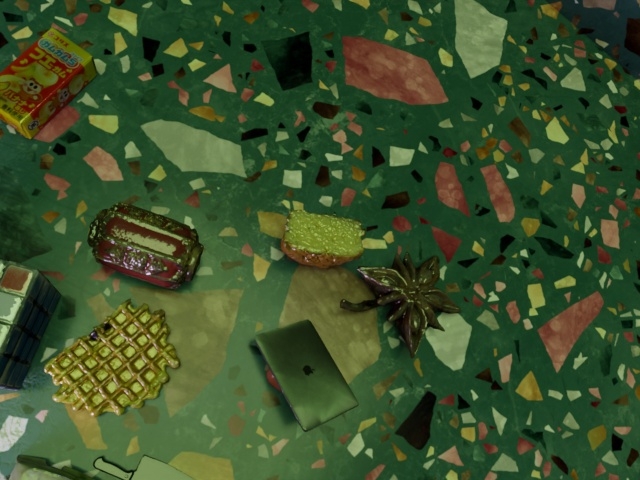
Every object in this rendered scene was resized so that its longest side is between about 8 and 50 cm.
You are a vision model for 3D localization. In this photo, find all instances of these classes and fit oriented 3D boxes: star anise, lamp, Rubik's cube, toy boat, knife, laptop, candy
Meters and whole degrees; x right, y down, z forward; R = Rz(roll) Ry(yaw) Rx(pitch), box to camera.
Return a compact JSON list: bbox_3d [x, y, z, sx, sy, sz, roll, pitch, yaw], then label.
[{"bbox_3d":[0.233,0.159,1.529,0.292,0.109,0.349,46,58,10],"label":"star anise"},{"bbox_3d":[-0.436,0.015,1.374,0.274,0.177,0.177,21,70,-10],"label":"lamp"},{"bbox_3d":[-0.762,0.170,1.195,0.253,0.256,0.259,19,70,-8],"label":"Rubik's cube"},{"bbox_3d":[-0.567,0.570,1.234,0.293,0.055,0.093,25,72,-6],"label":"toy boat"},{"bbox_3d":[-0.414,0.554,1.300,0.245,0.019,0.072,26,66,-8],"label":"knife"},{"bbox_3d":[-0.035,0.333,1.390,0.187,0.015,0.269,-12,60,-40],"label":"laptop"},{"bbox_3d":[-0.749,-0.421,1.462,0.146,0.088,0.276,36,68,0],"label":"candy"}]

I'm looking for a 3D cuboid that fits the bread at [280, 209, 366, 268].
[{"bbox_3d":[0.000,0.000,1.498,0.229,0.139,0.143,10,70,-12],"label":"bread"}]

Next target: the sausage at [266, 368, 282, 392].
[{"bbox_3d":[-0.050,0.379,1.408,0.194,0.077,0.077,30,69,-5],"label":"sausage"}]

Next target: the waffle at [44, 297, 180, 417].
[{"bbox_3d":[-0.499,0.282,1.333,0.309,0.065,0.283,5,75,-16],"label":"waffle"}]
